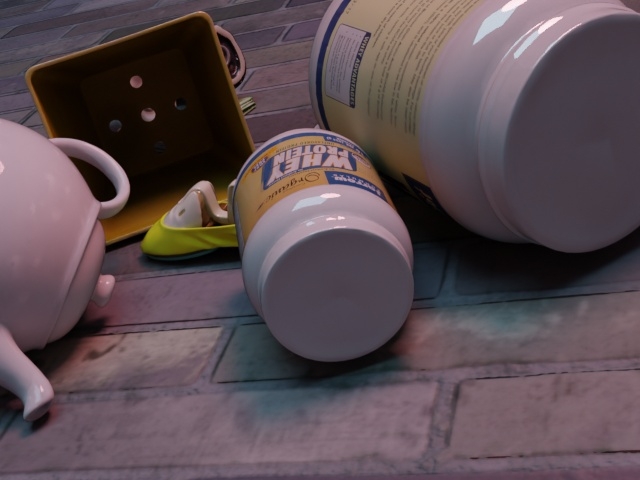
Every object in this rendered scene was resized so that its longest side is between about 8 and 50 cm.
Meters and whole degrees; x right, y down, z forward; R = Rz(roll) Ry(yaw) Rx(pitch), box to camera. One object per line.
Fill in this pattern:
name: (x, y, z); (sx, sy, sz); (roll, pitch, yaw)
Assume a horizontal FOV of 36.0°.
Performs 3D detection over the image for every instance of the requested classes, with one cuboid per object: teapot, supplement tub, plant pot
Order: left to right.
teapot: (-0.288, 0.012, 0.951); (0.187, 0.256, 0.252); (21, -3, -15)
plant pot: (-0.207, -0.141, 1.181); (0.212, 0.212, 0.187); (-20, 15, -6)
supplement tub: (0.000, 0.000, 0.855); (0.144, 0.144, 0.200); (-17, 28, -1)
supplement tub: (0.155, -0.135, 0.919); (0.235, 0.235, 0.325); (-26, 29, -17)

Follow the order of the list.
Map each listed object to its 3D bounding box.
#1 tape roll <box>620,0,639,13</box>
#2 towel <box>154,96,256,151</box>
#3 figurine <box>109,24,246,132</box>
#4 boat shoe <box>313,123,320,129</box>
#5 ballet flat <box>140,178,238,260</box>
tape roll: (0.478, -0.381, 1.361); (0.391, 0.072, 0.392); (-13, 29, 7)
towel: (-0.177, -0.167, 1.384); (0.113, 0.023, 0.152); (9, 37, 38)
figurine: (-0.244, -0.210, 1.424); (0.215, 0.092, 0.209); (-36, 15, -33)
boat shoe: (0.035, -0.143, 1.220); (0.100, 0.035, 0.035); (-26, 2, -8)
ballet flat: (-0.097, -0.026, 1.028); (0.230, 0.077, 0.077); (-1, 31, 28)
